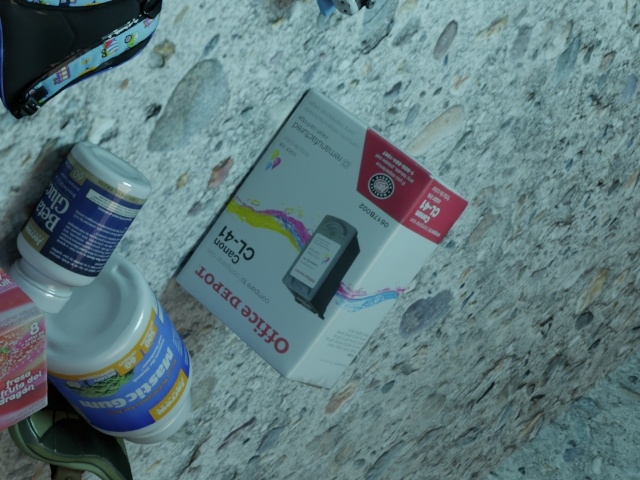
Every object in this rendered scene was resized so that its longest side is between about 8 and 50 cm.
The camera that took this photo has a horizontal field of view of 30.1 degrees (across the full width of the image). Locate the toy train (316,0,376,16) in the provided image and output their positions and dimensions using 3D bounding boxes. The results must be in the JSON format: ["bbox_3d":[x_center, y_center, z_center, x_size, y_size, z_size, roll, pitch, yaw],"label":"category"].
[{"bbox_3d":[0.057,-0.323,1.321,0.184,0.105,0.080,-45,151,-12],"label":"toy train"}]

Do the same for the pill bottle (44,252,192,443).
[{"bbox_3d":[-0.237,0.139,1.396,0.152,0.152,0.272,-43,150,-15],"label":"pill bottle"}]

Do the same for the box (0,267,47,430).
[{"bbox_3d":[-0.424,0.133,1.120,0.300,0.154,0.142,-27,144,-35],"label":"box"}]

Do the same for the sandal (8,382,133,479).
[{"bbox_3d":[-0.318,0.251,1.482,0.086,0.120,0.303,-24,151,9],"label":"sandal"}]

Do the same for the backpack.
[{"bbox_3d":[-0.225,-0.213,1.030,0.173,0.117,0.158,-30,145,-33],"label":"backpack"}]

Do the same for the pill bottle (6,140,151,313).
[{"bbox_3d":[-0.259,-0.011,1.246,0.169,0.094,0.094,-56,151,9],"label":"pill bottle"}]

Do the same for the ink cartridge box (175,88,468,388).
[{"bbox_3d":[0.000,0.000,1.497,0.306,0.226,0.131,-54,151,4],"label":"ink cartridge box"}]
